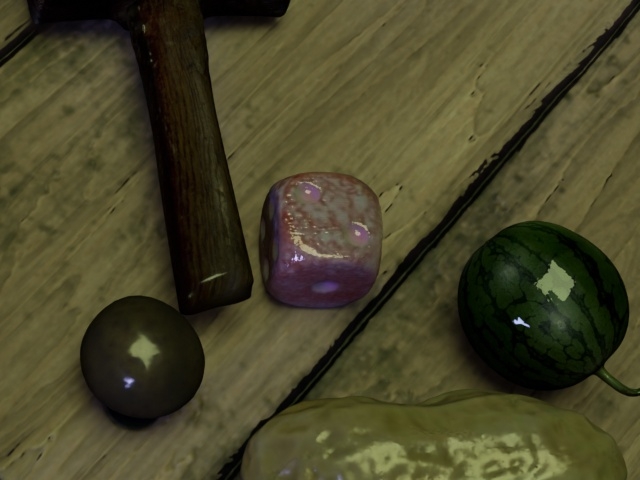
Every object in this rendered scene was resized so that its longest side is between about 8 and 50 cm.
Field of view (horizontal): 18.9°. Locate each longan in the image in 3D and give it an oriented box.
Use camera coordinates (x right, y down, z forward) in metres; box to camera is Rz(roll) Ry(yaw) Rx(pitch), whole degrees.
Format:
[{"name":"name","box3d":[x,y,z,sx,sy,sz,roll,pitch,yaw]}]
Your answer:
[{"name":"longan","box3d":[-0.142,0.095,1.575,0.106,0.106,0.119,55,24,17]}]

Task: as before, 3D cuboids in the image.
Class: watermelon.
[{"name":"watermelon","box3d":[0.205,0.069,1.648,0.187,0.140,0.141,46,61,8]}]

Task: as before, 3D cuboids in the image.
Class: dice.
[{"name":"dice","box3d":[0.000,0.000,1.661,0.094,0.093,0.091,1,61,-15]}]

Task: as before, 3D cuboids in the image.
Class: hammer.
[{"name":"hammer","box3d":[-0.117,-0.121,1.683,0.242,0.095,0.408,-3,58,-17]}]

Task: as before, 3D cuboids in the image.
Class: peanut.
[{"name":"peanut","box3d":[0.090,0.191,1.551,0.313,0.152,0.152,0,62,-9]}]
